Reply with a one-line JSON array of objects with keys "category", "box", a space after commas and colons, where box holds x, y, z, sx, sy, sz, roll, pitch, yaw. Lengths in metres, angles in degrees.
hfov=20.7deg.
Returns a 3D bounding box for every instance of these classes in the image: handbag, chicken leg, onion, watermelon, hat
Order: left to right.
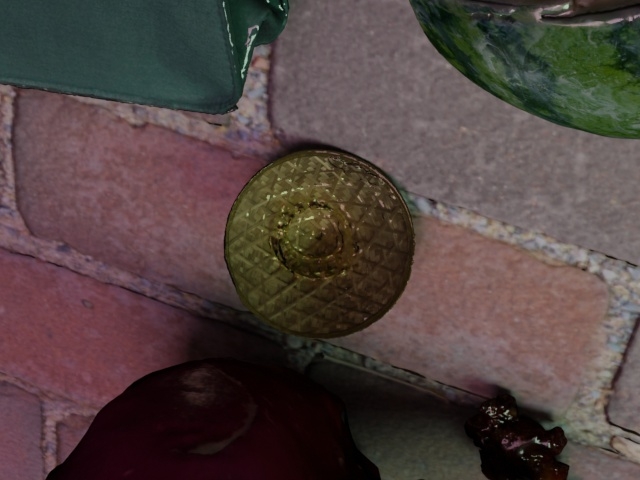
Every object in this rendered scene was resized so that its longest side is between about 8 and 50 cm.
[{"category": "handbag", "box": [-0.162, -0.223, 1.169, 0.268, 0.100, 0.274, 8, 135, 25]}, {"category": "onion", "box": [0.000, 0.281, 1.407, 0.420, 0.398, 0.398, -5, 131, 22]}, {"category": "hat", "box": [0.000, 0.000, 1.347, 0.146, 0.067, 0.146, 0, 97, 1]}, {"category": "chicken leg", "box": [0.189, 0.207, 1.470, 0.089, 0.048, 0.219, -10, 128, 38]}, {"category": "watermelon", "box": [0.213, -0.151, 1.021, 0.305, 0.224, 0.180, -4, 87, 22]}]
